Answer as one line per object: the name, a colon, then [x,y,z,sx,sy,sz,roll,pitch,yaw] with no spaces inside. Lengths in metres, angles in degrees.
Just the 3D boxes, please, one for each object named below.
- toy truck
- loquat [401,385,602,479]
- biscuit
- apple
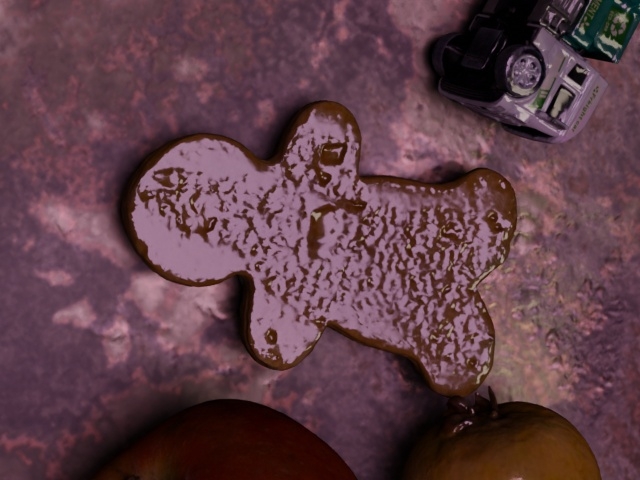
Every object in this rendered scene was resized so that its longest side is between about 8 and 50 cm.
toy truck: [0.185,-0.175,1.442,0.116,0.110,0.216,31,84,-32]
loquat: [0.133,0.188,1.444,0.163,0.137,0.163,-1,108,-3]
biscuit: [0.000,0.000,1.421,0.302,0.049,0.196,13,87,-21]
apple: [-0.056,0.231,1.338,0.230,0.230,0.230,-2,97,-20]
